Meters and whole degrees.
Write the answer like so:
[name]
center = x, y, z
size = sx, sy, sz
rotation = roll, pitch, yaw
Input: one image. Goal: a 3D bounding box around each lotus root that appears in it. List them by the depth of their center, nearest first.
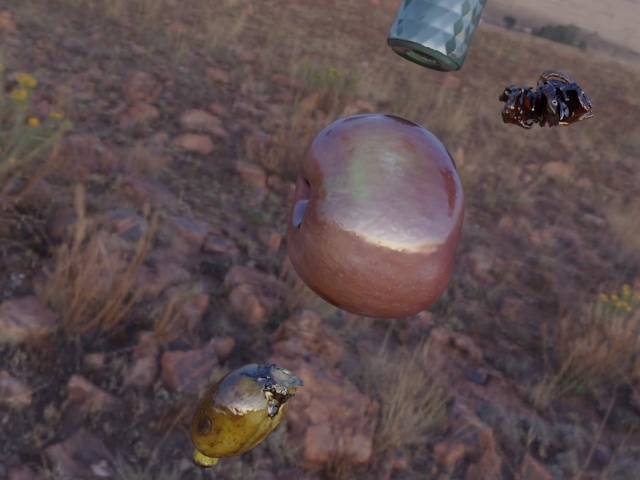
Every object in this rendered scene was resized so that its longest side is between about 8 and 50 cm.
[lotus root]
center = -0.171, 0.353, 1.778
size = 0.141, 0.314, 0.169
rotation = 53, 21, 26

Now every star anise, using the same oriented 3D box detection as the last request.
[star anise]
center = 0.483, -0.302, 1.895
size = 0.190, 0.125, 0.220
rotation = -8, 6, 22

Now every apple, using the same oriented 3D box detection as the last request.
[apple]
center = 0.075, -0.034, 1.289
size = 0.235, 0.305, 0.305
rotation = 8, 21, -15

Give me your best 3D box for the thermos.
[thermos]
center = 0.236, -0.453, 1.573
size = 0.145, 0.286, 0.182
rotation = 22, 0, 11
